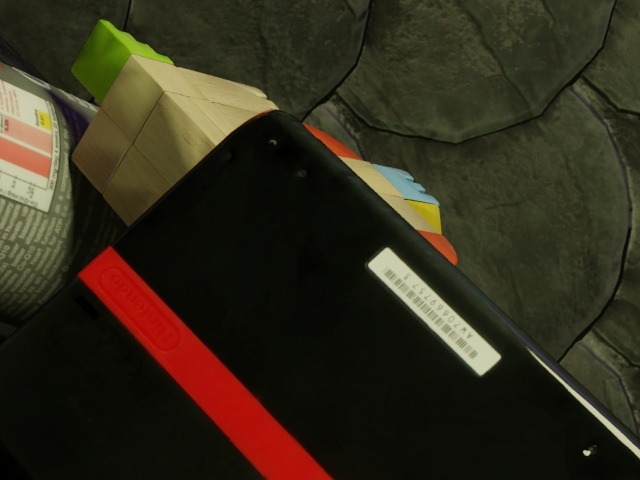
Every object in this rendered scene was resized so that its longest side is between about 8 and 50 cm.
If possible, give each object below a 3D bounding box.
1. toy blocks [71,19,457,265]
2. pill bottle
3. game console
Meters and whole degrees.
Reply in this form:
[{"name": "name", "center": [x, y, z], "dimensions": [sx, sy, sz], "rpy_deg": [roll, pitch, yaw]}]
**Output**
[{"name": "toy blocks", "center": [0.000, 0.000, 1.292], "dimensions": [0.261, 0.191, 0.381], "rpy_deg": [9, 29, -50]}, {"name": "pill bottle", "center": [-0.286, -0.042, 1.331], "dimensions": [0.363, 0.210, 0.210], "rpy_deg": [24, 16, -45]}, {"name": "game console", "center": [-0.029, 0.144, 1.047], "dimensions": [0.386, 0.342, 0.060], "rpy_deg": [44, -9, 24]}]
